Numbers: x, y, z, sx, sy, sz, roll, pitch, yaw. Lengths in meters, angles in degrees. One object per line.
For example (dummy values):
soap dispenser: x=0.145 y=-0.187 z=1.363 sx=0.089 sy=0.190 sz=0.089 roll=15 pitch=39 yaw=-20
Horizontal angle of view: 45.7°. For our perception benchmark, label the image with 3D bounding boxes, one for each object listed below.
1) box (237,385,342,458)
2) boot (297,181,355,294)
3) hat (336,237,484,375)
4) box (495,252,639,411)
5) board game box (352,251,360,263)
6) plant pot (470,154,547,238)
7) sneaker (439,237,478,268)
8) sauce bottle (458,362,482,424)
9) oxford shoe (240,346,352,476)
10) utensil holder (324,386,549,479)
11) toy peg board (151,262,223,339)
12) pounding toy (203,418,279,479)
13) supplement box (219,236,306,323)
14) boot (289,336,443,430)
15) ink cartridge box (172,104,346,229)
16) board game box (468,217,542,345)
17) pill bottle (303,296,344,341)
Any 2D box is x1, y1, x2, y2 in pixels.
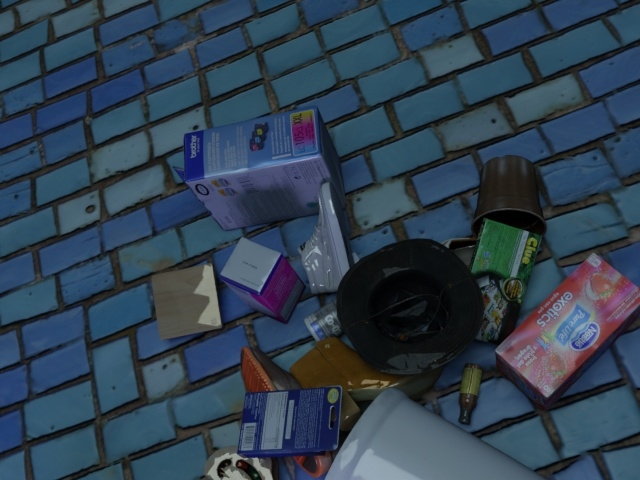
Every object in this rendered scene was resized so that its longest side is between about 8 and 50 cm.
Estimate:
box: x=-0.058 y=0.372 z=1.553 sx=0.225 sy=0.036 sz=0.136 roll=-9 pitch=56 yaw=24
boot: x=0.000 y=0.000 z=1.781 sx=0.123 sy=0.095 sz=0.258 roll=-12 pitch=90 yaw=15
hat: x=0.201 y=0.162 z=1.644 sx=0.331 sy=0.134 sz=0.331 roll=-10 pitch=54 yaw=14
box: x=0.519 y=0.195 z=1.585 sx=0.300 sy=0.154 sz=0.142 roll=-43 pitch=64 yaw=-7
board game box: x=0.068 y=0.088 z=1.825 sx=0.090 sy=0.020 sz=0.090 roll=-31 pitch=64 yaw=0
plant pot: x=0.429 y=-0.095 z=1.740 sx=0.167 sy=0.167 sz=0.165 roll=-2 pitch=59 yaw=14
sneaker: x=0.250 y=0.049 z=1.737 sx=0.290 sy=0.123 sz=0.106 roll=-18 pitch=65 yaw=7
sauce bottle: x=0.320 y=0.331 z=1.638 sx=0.042 sy=0.042 sz=0.128 roll=10 pitch=70 yaw=19
oxford shoe: x=-0.058 y=0.364 z=1.702 sx=0.132 sy=0.130 sz=0.364 roll=-20 pitch=50 yaw=-31
utensil holder: x=0.225 y=0.513 z=1.427 sx=0.385 sy=0.327 sz=0.328 roll=28 pitch=76 yaw=22
toy peg board: x=-0.319 y=0.153 z=1.880 sx=0.161 sy=0.079 sz=0.161 roll=-12 pitch=80 yaw=10
pounding toy: x=-0.173 y=0.513 z=1.624 sx=0.154 sy=0.155 sz=0.270 roll=-14 pitch=64 yaw=3
supplement box: x=-0.129 y=0.097 z=1.762 sx=0.111 sy=0.220 sz=0.114 roll=22 pitch=72 yaw=22
boot: x=0.099 y=0.279 z=1.665 sx=0.295 sy=0.104 sz=0.211 roll=-20 pitch=45 yaw=-24
ink cartridge box: x=-0.160 y=-0.162 z=1.857 sx=0.395 sy=0.270 sz=0.151 roll=-11 pitch=62 yaw=9
board game box: x=0.385 y=0.094 z=1.663 sx=0.136 sy=0.030 sz=0.260 roll=17 pitch=89 yaw=-4
pill bottle: x=0.037 y=0.178 z=1.761 sx=0.137 sy=0.078 sz=0.078 roll=-33 pitch=63 yaw=-1
